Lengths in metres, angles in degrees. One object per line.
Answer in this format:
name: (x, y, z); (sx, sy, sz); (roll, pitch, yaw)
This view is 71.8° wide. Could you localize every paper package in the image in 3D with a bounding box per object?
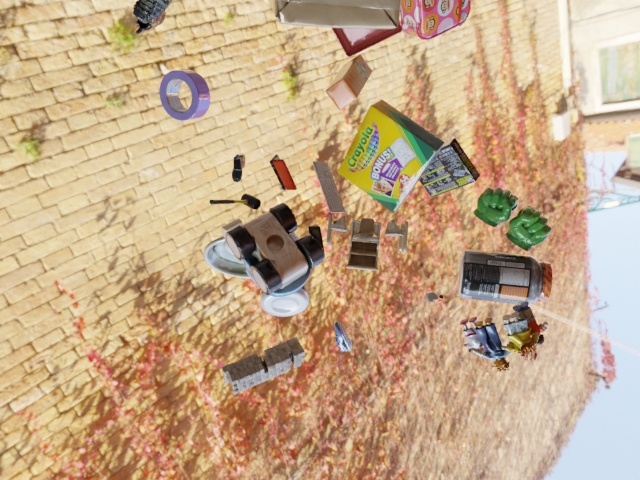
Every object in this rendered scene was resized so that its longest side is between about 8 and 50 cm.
paper package: (0.025, -0.663, 1.134); (0.310, 0.168, 0.324); (-1, -144, -10)

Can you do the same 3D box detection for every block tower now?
block tower: (-0.232, 0.520, 1.838); (0.336, 0.090, 0.097); (-17, -138, -22)

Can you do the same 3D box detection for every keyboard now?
keyboard: (0.033, -0.221, 1.808); (0.072, 0.255, 0.014); (-6, 153, -25)

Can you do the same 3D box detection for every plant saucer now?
plant saucer: (0.152, -0.866, 1.674); (0.259, 0.258, 0.047); (-11, -141, 37)
plant saucer: (-0.340, 0.051, 2.075); (0.401, 0.400, 0.100); (-11, -123, 18)

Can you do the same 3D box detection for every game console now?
game console: (-0.145, -0.291, 1.866); (0.085, 0.144, 0.124); (-13, -152, 23)
game console: (0.000, 0.000, 1.684); (0.071, 0.122, 0.107); (-6, -173, 27)

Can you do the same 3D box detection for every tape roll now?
tape roll: (-0.535, -0.573, 1.746); (0.189, 0.188, 0.080); (-7, -165, 26)

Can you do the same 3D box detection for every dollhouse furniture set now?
dollhouse furniture set: (0.218, 0.024, 2.177); (0.363, 0.256, 0.394); (5, 180, 4)

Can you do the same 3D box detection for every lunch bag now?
lunch bag: (0.382, -0.826, 1.421); (0.258, 0.293, 0.120); (-29, -138, -12)

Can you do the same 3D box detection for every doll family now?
doll family: (0.548, 0.306, 1.324); (0.263, 0.163, 0.118); (-23, -172, 29)

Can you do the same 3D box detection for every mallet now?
mallet: (-0.269, -0.122, 1.351); (0.062, 0.039, 0.190); (29, -160, 35)

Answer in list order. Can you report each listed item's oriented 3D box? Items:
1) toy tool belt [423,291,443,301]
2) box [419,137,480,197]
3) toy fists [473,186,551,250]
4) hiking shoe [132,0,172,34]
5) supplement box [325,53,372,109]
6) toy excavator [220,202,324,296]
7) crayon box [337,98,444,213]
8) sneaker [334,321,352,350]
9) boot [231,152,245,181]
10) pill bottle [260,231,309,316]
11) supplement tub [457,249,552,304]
toy tool belt: (0.536, 0.271, 2.098); (0.084, 0.052, 0.051); (-5, 169, -4)
box: (0.571, -0.333, 2.068); (0.060, 0.216, 0.270); (-49, -164, -32)
toy fists: (0.712, -0.088, 1.643); (0.279, 0.142, 0.096); (41, -148, 21)
hiking shoe: (-0.529, -0.736, 1.384); (0.227, 0.086, 0.114); (-35, -156, 60)
supplement box: (0.094, -0.507, 1.403); (0.080, 0.078, 0.233); (-27, -154, 35)
toy excavator: (-0.222, 0.039, 1.582); (0.222, 0.432, 0.445); (-32, 164, -24)
crayon box: (0.278, -0.340, 1.831); (0.313, 0.362, 0.106); (37, -134, 8)
sneaker: (0.084, 0.410, 1.868); (0.059, 0.144, 0.053); (-18, -167, 23)
boot: (-0.352, -0.316, 1.910); (0.045, 0.121, 0.099); (3, -166, 0)
pill bottle: (-0.148, 0.120, 1.780); (0.188, 0.187, 0.333); (-15, -131, 9)
supplement tub: (0.696, 0.142, 1.690); (0.316, 0.193, 0.193); (6, -153, 14)
